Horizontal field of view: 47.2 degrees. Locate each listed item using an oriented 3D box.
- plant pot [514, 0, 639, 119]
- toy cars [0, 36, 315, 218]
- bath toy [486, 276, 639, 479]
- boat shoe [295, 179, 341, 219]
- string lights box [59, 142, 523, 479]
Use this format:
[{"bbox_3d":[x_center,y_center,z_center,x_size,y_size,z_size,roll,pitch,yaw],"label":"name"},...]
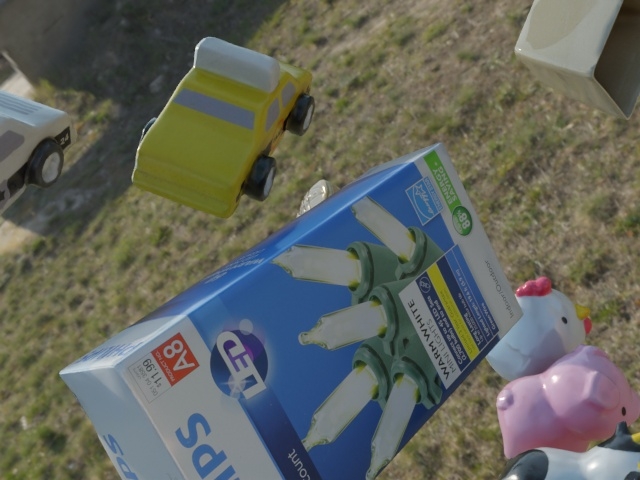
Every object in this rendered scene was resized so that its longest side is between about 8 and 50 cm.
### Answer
[{"bbox_3d":[0.252,-0.191,0.695,0.096,0.109,0.109,24,91,41],"label":"plant pot"},{"bbox_3d":[-0.156,-0.083,0.521,0.393,0.087,0.176,-17,52,-27],"label":"toy cars"},{"bbox_3d":[0.232,0.163,0.682,0.151,0.129,0.348,0,34,5],"label":"bath toy"},{"bbox_3d":[0.000,0.000,0.853,0.063,0.059,0.170,-101,25,-43],"label":"boat shoe"},{"bbox_3d":[0.003,0.058,0.425,0.259,0.133,0.076,-36,12,-39],"label":"string lights box"}]
